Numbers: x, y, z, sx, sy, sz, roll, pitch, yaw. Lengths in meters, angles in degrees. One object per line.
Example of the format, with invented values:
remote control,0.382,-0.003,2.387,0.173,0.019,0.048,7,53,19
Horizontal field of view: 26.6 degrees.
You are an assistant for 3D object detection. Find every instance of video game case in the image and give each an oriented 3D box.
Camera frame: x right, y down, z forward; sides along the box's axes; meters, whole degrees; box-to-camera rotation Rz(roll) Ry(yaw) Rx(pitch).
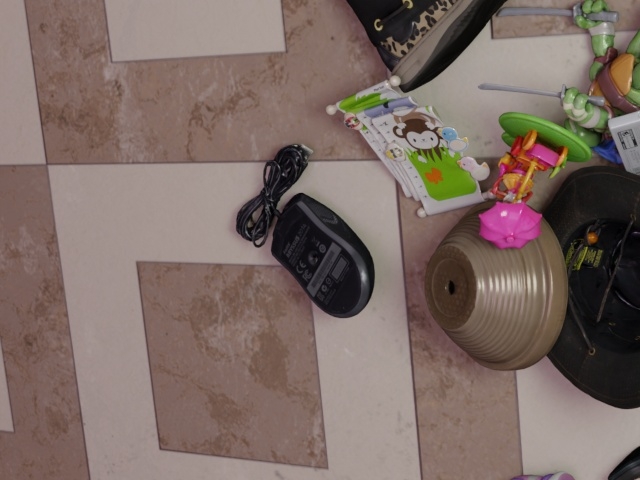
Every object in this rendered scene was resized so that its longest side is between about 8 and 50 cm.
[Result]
video game case,0.446,-0.125,1.692,0.143,0.157,0.019,-16,57,17

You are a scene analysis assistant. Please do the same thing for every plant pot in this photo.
plant pot,0.218,0.063,1.847,0.237,0.109,0.237,5,96,58

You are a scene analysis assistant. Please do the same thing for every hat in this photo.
hat,0.416,0.061,1.761,0.331,0.134,0.331,-4,85,55

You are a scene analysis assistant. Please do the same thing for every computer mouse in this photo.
computer mouse,0.000,0.000,2.045,0.272,0.072,0.188,50,124,24

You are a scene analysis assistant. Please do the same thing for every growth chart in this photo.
growth chart,0.133,-0.130,1.902,0.237,0.021,0.172,49,141,-12

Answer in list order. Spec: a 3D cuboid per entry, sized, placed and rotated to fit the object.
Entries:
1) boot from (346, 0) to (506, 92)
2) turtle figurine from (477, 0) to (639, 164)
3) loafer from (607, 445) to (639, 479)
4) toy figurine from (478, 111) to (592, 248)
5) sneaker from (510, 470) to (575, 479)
boot,0.139,-0.415,1.807,0.284,0.138,0.377,49,132,11
turtle figurine,0.354,-0.241,1.693,0.275,0.198,0.266,52,126,5
loafer,0.471,0.303,1.851,0.170,0.062,0.061,-36,88,33
toy figurine,0.254,-0.064,1.762,0.130,0.173,0.159,27,82,-9
sneaker,0.309,0.442,1.968,0.104,0.095,0.236,8,102,35
